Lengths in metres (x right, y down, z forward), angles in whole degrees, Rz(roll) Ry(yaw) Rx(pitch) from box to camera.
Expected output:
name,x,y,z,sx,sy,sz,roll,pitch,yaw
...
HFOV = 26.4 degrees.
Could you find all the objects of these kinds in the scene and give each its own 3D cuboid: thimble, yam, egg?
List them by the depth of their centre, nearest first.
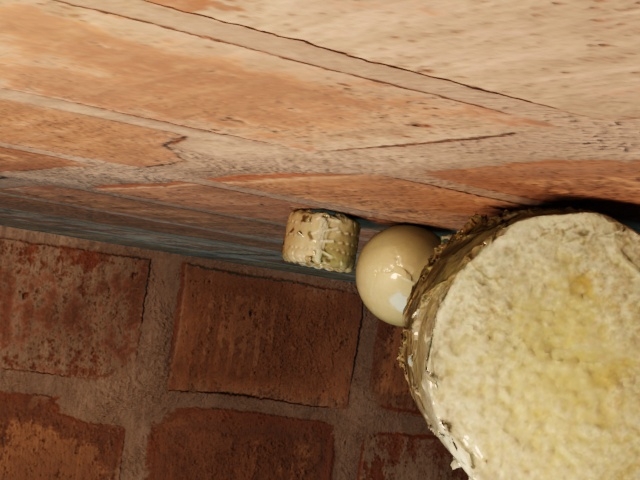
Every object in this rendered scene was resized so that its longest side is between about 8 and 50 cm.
name,x,y,z,sx,sy,sz,roll,pitch,yaw
yam,0.181,0.094,1.170,0.241,0.241,0.348,8,-179,-4
egg,0.096,0.039,1.519,0.114,0.114,0.152,7,174,12
thimble,0.000,0.000,1.524,0.084,0.062,0.110,9,176,7
